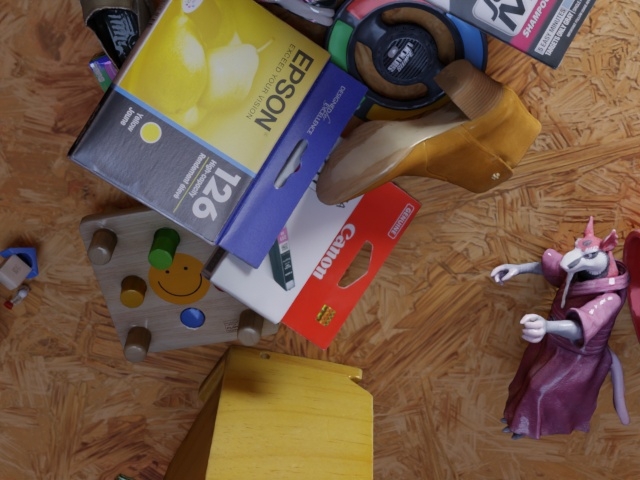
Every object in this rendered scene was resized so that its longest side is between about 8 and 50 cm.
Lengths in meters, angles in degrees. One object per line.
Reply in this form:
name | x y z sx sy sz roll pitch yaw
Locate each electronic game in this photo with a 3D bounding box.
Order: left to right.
electronic game | 0.117 -0.257 1.642 0.229 0.048 0.229 1 122 2

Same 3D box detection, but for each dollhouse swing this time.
dollhouse swing | -0.103 0.398 1.876 0.315 0.346 0.304 11 120 -4

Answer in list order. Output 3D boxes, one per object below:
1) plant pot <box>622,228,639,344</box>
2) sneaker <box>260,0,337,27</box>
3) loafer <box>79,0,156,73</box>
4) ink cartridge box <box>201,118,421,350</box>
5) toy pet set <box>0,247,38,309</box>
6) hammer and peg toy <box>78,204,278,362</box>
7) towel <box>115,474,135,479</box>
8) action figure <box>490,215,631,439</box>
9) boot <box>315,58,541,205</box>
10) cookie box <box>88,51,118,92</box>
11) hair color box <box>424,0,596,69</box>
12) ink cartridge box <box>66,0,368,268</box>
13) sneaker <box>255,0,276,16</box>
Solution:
plant pot | 0.600 0.087 1.725 0.243 0.275 0.274 -15 120 -1
sneaker | -0.056 -0.352 1.592 0.178 0.072 0.077 20 99 -10
loafer | -0.273 -0.324 1.573 0.094 0.087 0.251 -23 101 15
ink cartridge box | 0.000 0.000 1.712 0.239 0.060 0.275 35 87 -23
toy pet set | -0.494 0.039 1.858 0.122 0.065 0.114 45 148 -19
hammer and peg toy | -0.157 0.052 1.796 0.362 0.127 0.265 -8 121 8
towel | -0.316 0.489 2.133 0.152 0.023 0.113 25 118 -12
action figure | 0.391 0.138 1.756 0.276 0.248 0.370 11 124 -5
boot | 0.159 -0.108 1.663 0.295 0.104 0.211 -38 137 15
cookie box | -0.256 -0.237 1.674 0.107 0.040 0.091 -21 116 14
hair color box | 0.176 -0.387 1.503 0.375 0.113 0.185 25 106 -12
ink cartridge box | -0.125 -0.158 1.572 0.307 0.072 0.303 31 89 -17
sneaker | -0.078 -0.252 1.632 0.057 0.075 0.161 -13 122 24
